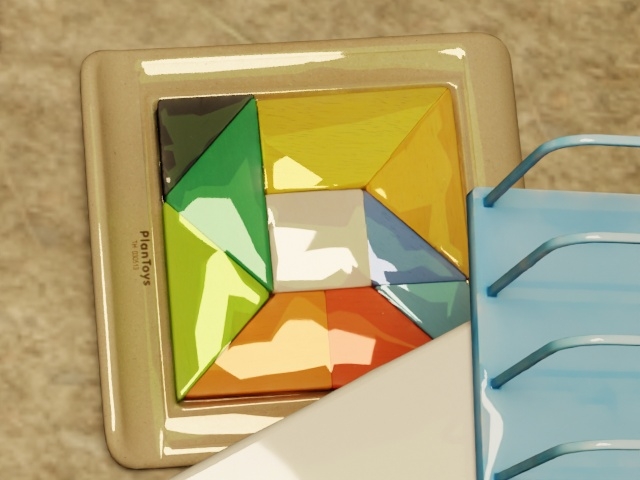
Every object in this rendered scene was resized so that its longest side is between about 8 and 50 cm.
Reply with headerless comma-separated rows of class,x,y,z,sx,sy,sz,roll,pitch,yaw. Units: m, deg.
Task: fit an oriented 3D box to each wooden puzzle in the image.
wooden puzzle,0.000,0.000,0.976,0.239,0.044,0.221,-3,79,-12

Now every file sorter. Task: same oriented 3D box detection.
file sorter,0.132,0.051,0.744,0.118,0.104,0.170,2,74,-12

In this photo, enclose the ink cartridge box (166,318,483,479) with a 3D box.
ink cartridge box,0.125,0.184,0.797,0.330,0.071,0.324,-28,83,-15
